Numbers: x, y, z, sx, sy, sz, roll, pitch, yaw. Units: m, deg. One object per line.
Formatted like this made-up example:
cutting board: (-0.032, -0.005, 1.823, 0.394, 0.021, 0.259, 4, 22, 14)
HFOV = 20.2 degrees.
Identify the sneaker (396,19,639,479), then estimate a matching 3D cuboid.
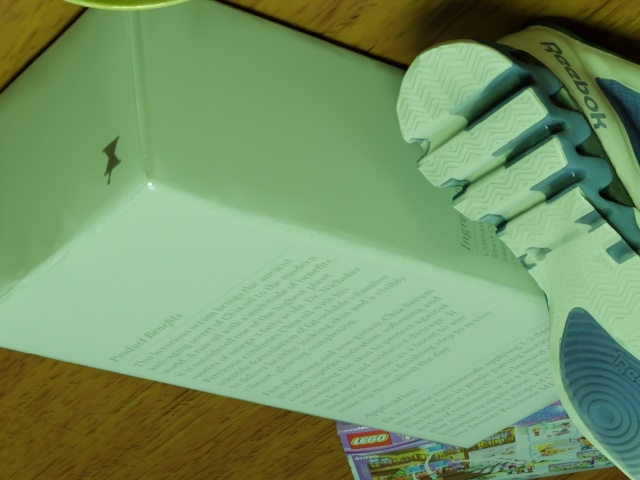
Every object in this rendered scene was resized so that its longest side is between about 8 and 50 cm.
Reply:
sneaker: (0.198, -0.020, 1.165, 0.127, 0.315, 0.182, -28, -174, 43)

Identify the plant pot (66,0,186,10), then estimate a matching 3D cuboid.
plant pot: (-0.099, -0.197, 0.929, 0.134, 0.095, 0.134, -5, 151, -3)

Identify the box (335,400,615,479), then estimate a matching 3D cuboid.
box: (0.167, 0.171, 1.703, 0.293, 0.057, 0.201, -9, 152, 4)

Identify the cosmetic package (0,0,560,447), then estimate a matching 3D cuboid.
cosmetic package: (0.000, 0.000, 1.243, 0.453, 0.161, 0.230, 16, 144, -36)
